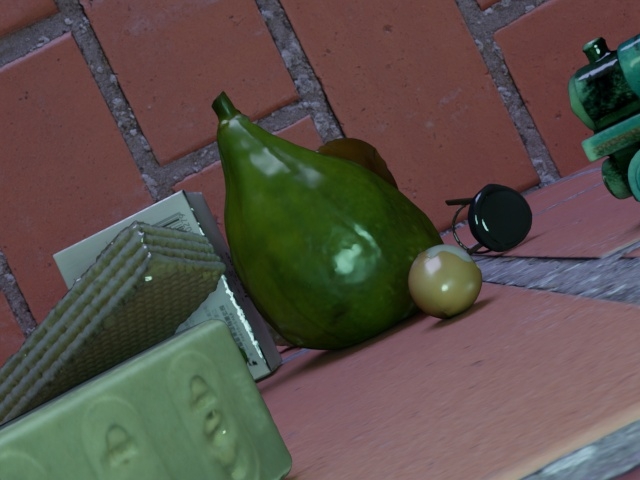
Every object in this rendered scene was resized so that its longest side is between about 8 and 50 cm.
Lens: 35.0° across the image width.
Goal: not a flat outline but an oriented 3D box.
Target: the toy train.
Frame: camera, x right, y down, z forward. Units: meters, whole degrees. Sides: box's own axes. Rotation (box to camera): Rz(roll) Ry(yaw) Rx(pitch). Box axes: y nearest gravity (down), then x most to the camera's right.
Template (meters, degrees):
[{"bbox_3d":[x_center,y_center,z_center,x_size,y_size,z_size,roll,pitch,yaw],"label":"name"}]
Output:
[{"bbox_3d":[0.365,-0.148,0.900,0.298,0.194,0.120,-27,0,38],"label":"toy train"}]

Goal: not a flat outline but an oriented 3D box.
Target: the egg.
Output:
[{"bbox_3d":[0.119,0.040,0.972,0.071,0.071,0.083,-26,3,7],"label":"egg"}]

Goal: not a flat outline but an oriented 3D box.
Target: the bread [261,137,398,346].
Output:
[{"bbox_3d":[0.000,0.000,1.515,0.250,0.279,0.225,-27,14,-39],"label":"bread"}]

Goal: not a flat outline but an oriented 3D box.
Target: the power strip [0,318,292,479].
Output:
[{"bbox_3d":[-0.122,0.132,0.518,0.070,0.105,0.257,-26,0,39],"label":"power strip"}]

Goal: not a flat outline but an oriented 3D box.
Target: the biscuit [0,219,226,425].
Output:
[{"bbox_3d":[-0.288,0.149,1.180,0.426,0.078,0.144,-45,-27,18],"label":"biscuit"}]

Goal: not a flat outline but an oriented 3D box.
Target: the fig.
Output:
[{"bbox_3d":[-0.006,-0.013,1.190,0.233,0.314,0.233,-31,-26,-17],"label":"fig"}]

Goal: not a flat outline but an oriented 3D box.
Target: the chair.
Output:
[{"bbox_3d":[0.245,-0.026,1.478,0.095,0.104,0.221,-9,-4,-3],"label":"chair"}]

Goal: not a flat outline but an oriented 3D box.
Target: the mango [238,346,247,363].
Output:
[{"bbox_3d":[-0.193,0.182,1.137,0.237,0.091,0.137,-23,-4,-10],"label":"mango"}]

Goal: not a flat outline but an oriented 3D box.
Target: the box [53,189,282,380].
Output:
[{"bbox_3d":[-0.194,0.089,1.315,0.194,0.260,0.111,-25,0,6],"label":"box"}]

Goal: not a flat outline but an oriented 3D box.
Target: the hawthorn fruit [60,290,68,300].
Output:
[{"bbox_3d":[-0.330,0.166,1.730,0.275,0.275,0.299,-26,13,41],"label":"hawthorn fruit"}]
